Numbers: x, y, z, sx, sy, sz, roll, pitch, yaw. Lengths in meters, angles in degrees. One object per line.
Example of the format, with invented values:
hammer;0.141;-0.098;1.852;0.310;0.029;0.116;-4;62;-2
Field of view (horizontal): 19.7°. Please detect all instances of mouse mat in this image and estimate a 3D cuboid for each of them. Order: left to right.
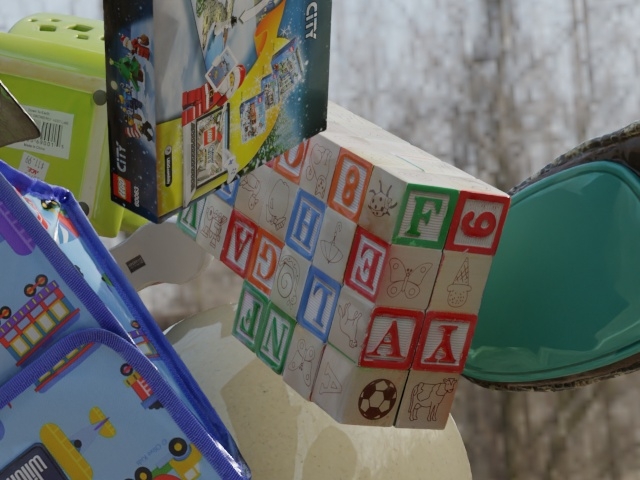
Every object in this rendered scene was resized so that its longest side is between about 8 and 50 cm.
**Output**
mouse mat;-0.337;-0.152;1.765;0.007;0.152;0.190;-43;15;-19

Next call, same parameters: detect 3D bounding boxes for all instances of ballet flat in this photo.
ballet flat;0.275;-0.032;1.267;0.182;0.164;0.483;-13;-19;-43

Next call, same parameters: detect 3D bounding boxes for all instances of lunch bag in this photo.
lunch bag;-0.190;0.130;1.180;0.221;0.293;0.138;-41;-19;7

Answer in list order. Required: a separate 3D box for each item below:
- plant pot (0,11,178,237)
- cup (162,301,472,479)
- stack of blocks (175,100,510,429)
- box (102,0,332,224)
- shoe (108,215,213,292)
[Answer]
plant pot;-0.273;-0.126;2.060;0.228;0.227;0.207;14;11;15
cup;-0.065;0.242;1.468;0.331;0.331;0.237;-6;16;20
stack of blocks;0.000;0.000;1.334;0.087;0.171;0.297;6;16;-32
box;-0.058;-0.144;1.096;0.044;0.233;0.159;26;40;31
shoe;-0.129;0.003;1.673;0.081;0.063;0.178;-30;5;-36
